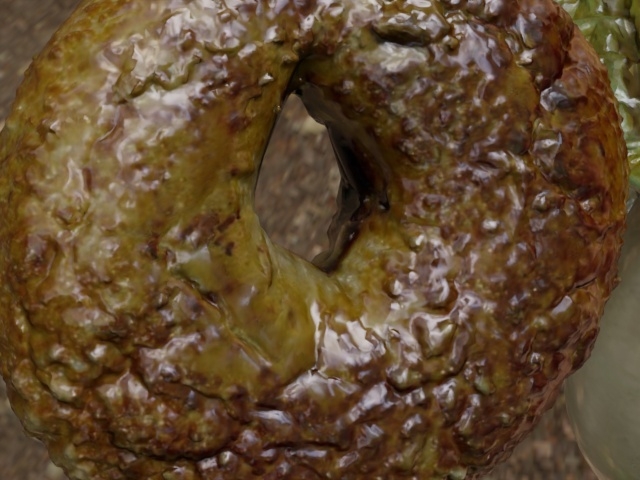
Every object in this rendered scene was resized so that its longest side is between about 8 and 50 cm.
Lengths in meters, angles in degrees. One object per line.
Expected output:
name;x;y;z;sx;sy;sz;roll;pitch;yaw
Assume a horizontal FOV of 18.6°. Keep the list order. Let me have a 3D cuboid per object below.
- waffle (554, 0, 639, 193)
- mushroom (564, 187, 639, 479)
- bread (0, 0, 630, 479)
waffle;0.225;-0.108;1.168;0.214;0.208;0.054;34;159;30
mushroom;0.295;0.026;1.376;0.294;0.362;0.362;34;114;26
bread;0.000;0.000;0.538;0.193;0.064;0.193;-5;106;-18
